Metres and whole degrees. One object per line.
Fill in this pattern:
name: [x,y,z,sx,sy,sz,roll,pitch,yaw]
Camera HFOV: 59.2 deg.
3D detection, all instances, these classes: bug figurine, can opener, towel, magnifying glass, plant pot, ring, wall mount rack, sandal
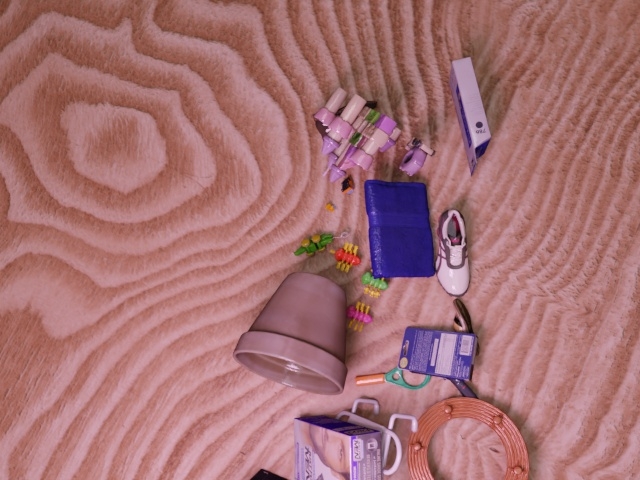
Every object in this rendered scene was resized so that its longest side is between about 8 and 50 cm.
bug figurine: [0.090,0.159,1.776,0.216,0.072,0.279,24,90,17]
can opener: [0.423,0.432,1.684,0.073,0.059,0.186,-37,77,2]
towel: [0.239,-0.032,1.740,0.228,0.076,0.308,1,77,-26]
magnifying glass: [0.223,0.422,1.741,0.231,0.026,0.092,-9,80,7]
plant pot: [-0.055,0.254,1.621,0.323,0.323,0.280,12,64,12]
ring: [0.412,0.613,1.590,0.337,0.032,0.336,-5,69,13]
wall mount rack: [0.158,0.627,1.613,0.130,0.350,0.304,16,81,-26]
sandal: [0.432,0.265,1.711,0.049,0.072,0.180,-22,82,28]

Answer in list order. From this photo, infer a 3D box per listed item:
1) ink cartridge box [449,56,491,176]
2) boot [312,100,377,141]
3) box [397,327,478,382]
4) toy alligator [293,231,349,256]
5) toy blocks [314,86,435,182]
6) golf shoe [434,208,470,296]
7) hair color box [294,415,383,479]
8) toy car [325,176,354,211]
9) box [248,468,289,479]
ink cartridge box: [0.466,-0.377,1.745,0.065,0.165,0.332,-11,81,7]
boot: [0.091,-0.397,1.875,0.219,0.082,0.106,-15,104,-1]
box: [0.348,0.336,1.681,0.225,0.036,0.136,2,67,34]
toy alligator: [0.000,0.000,1.831,0.190,0.056,0.051,-22,38,6]
toy blocks: [0.119,-0.271,1.728,0.309,0.288,0.260,31,101,-20]
golf shoe: [0.400,0.037,1.719,0.105,0.120,0.272,-5,82,8]
hair color box: [0.040,0.611,1.589,0.110,0.339,0.185,4,80,-30]
toy car: [0.066,-0.149,1.857,0.040,0.060,0.122,35,110,-29]
box: [-0.098,0.819,1.574,0.313,0.343,0.179,17,86,13]
